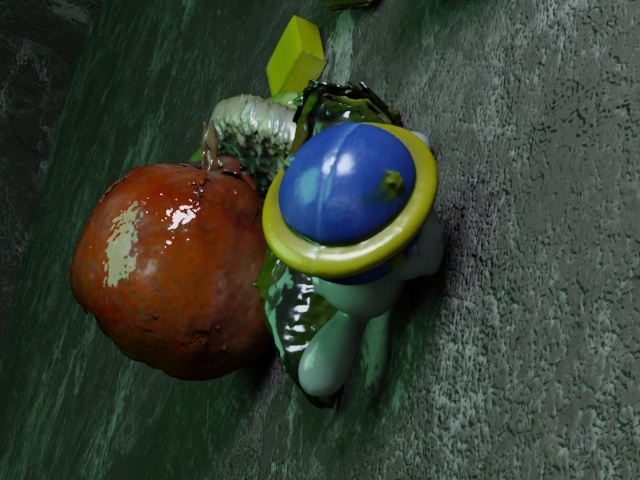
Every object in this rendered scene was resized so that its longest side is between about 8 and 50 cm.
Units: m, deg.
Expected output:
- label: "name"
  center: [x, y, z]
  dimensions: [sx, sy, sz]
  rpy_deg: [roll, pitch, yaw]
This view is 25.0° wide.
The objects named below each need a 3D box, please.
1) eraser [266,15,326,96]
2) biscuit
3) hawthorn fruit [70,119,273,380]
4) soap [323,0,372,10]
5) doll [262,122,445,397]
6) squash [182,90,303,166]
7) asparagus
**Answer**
- label: "eraser"
  center: [-0.035, -0.252, 2.068]
  dimensions: [0.097, 0.045, 0.122]
  rpy_deg: [-60, 22, 25]
- label: "biscuit"
  center: [-0.061, -0.110, 1.815]
  dimensions: [0.084, 0.179, 0.281]
  rpy_deg: [-51, 18, -23]
- label: "hawthorn fruit"
  center: [-0.162, 0.005, 1.764]
  dimensions: [0.276, 0.276, 0.307]
  rpy_deg: [-136, 59, -70]
- label: "soap"
  center: [0.039, -0.391, 1.971]
  dimensions: [0.135, 0.076, 0.233]
  rpy_deg: [-68, 18, 1]
- label: "doll"
  center: [0.063, -0.033, 1.415]
  dimensions: [0.160, 0.242, 0.311]
  rpy_deg: [-1, 43, 30]
- label: "squash"
  center: [-0.118, -0.108, 2.032]
  dimensions: [0.370, 0.118, 0.118]
  rpy_deg: [-45, 29, 45]
- label: "asparagus"
  center: [0.000, 0.000, 1.587]
  dimensions: [0.108, 0.128, 0.382]
  rpy_deg: [65, -144, -64]
